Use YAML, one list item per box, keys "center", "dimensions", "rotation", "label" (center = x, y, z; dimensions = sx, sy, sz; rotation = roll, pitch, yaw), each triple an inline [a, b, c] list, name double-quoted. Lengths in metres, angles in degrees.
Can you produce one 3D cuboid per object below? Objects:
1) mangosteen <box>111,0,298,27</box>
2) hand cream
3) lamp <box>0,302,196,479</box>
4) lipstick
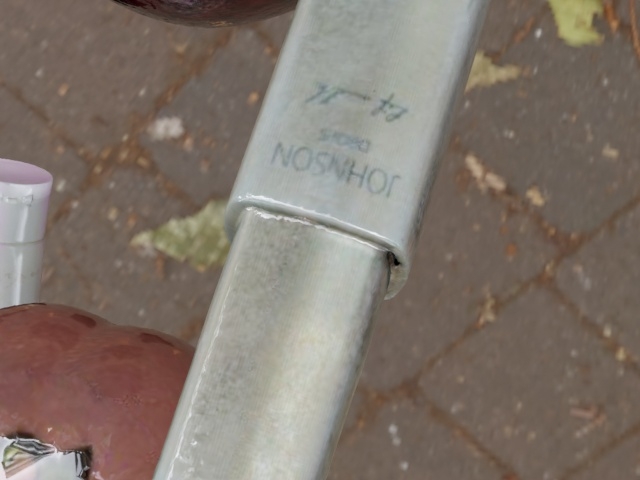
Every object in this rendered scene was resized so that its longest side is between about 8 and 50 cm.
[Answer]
- center: [-0.040, -0.230, 0.821]
  dimensions: [0.265, 0.228, 0.228]
  rotation: [-35, 108, 30]
  label: "mangosteen"
- center: [-0.268, 0.092, 1.350]
  dimensions: [0.111, 0.070, 0.312]
  rotation: [18, 108, 16]
  label: "hand cream"
- center: [-0.151, 0.187, 0.955]
  dimensions: [0.305, 0.239, 0.305]
  rotation: [-1, 85, 13]
  label: "lamp"
- center: [0.000, 0.000, 0.667]
  dimensions: [0.079, 0.253, 0.077]
  rotation: [16, 160, 3]
  label: "lipstick"
